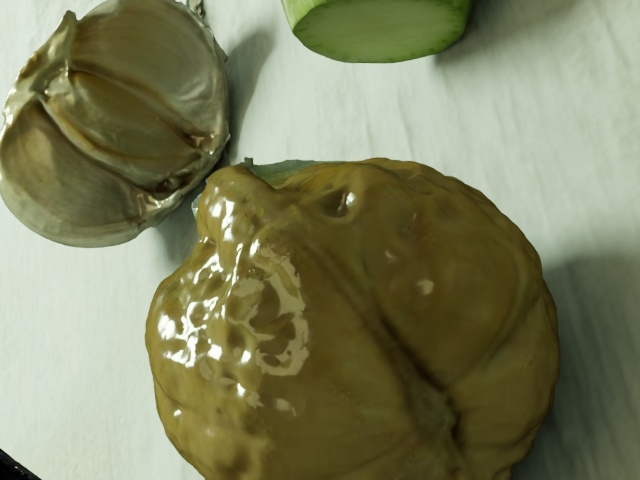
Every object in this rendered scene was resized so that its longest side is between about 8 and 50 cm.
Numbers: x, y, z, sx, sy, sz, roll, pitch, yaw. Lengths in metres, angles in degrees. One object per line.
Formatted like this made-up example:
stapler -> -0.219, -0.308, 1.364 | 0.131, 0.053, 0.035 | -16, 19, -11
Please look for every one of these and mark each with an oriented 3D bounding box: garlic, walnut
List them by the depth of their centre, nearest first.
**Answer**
walnut -> 0.015, 0.060, 1.033 | 0.224, 0.257, 0.257 | -36, 27, -10
garlic -> -0.171, -0.093, 1.558 | 0.229, 0.178, 0.143 | -52, -5, -8

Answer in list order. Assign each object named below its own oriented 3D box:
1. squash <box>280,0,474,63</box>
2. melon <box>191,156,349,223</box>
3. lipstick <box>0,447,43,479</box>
squash -> 0.039, -0.200, 1.241 | 0.170, 0.170, 0.123 | -25, 61, 52
melon -> -0.002, 0.004, 1.219 | 0.093, 0.202, 0.139 | -11, 94, 37
lipstick -> -0.177, 0.237, 1.302 | 0.418, 0.077, 0.077 | 26, 93, 51
